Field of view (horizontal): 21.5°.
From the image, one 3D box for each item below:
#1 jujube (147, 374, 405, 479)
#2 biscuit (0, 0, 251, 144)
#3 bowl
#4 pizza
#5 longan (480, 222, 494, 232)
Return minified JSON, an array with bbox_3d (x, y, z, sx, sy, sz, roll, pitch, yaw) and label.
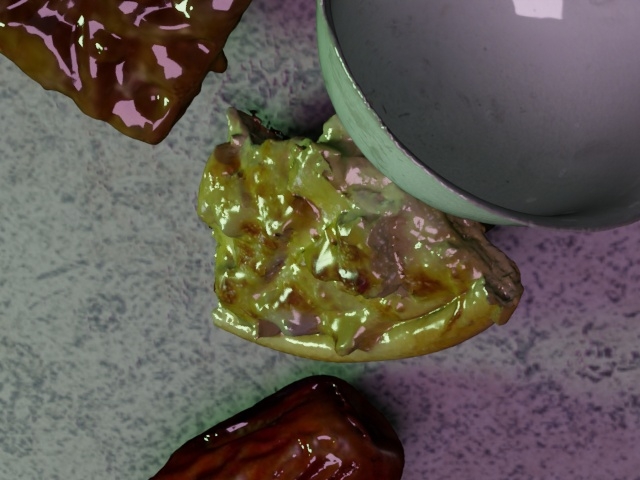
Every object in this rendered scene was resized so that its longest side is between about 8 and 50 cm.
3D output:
[{"bbox_3d":[-0.057,0.246,1.439,0.197,0.197,0.290,43,102,-11],"label":"jujube"},{"bbox_3d":[-0.183,-0.302,1.190,0.395,0.166,0.343,34,120,-5],"label":"biscuit"},{"bbox_3d":[0.105,-0.120,1.188,0.313,0.313,0.146,37,144,-9],"label":"bowl"},{"bbox_3d":[0.000,0.000,1.299,0.323,0.089,0.223,-6,114,44],"label":"pizza"},{"bbox_3d":[0.096,-0.048,1.306,0.113,0.092,0.113,6,142,5],"label":"longan"}]
